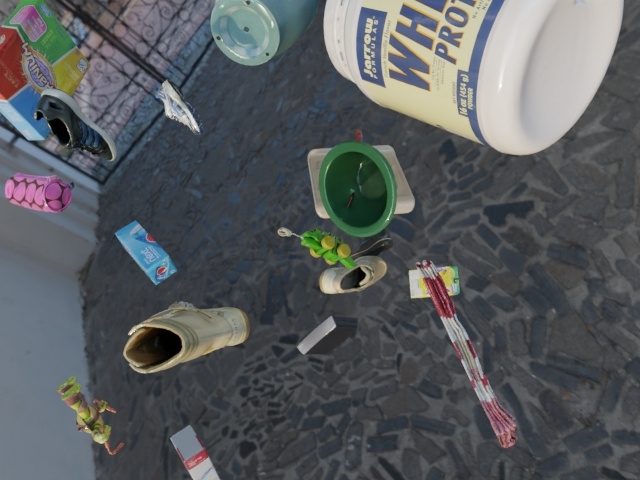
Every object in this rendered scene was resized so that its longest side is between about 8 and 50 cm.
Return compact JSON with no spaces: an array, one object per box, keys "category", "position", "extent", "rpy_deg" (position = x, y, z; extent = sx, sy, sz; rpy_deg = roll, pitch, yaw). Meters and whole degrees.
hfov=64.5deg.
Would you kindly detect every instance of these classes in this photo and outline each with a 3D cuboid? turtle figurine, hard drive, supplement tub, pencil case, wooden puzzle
[{"category":"turtle figurine","position":[-0.666,0.496,1.457],"extent":[0.087,0.218,0.269],"rpy_deg":[-32,23,-14]},{"category":"hard drive","position":[0.034,0.410,2.158],"extent":[0.255,0.171,0.054],"rpy_deg":[-46,49,32]},{"category":"supplement tub","position":[0.180,-0.270,0.670],"extent":[0.324,0.235,0.236],"rpy_deg":[35,90,41]},{"category":"pencil case","position":[-0.768,-0.135,1.377],"extent":[0.209,0.098,0.095],"rpy_deg":[8,32,29]},{"category":"wooden puzzle","position":[0.128,-0.194,1.738],"extent":[0.321,0.081,0.348],"rpy_deg":[-4,44,-4]}]

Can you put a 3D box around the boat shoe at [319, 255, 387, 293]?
[{"category":"boat shoe","position":[0.133,0.118,1.687],"extent":[0.098,0.302,0.109],"rpy_deg":[2,99,46]}]

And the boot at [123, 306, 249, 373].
[{"category":"boot","position":[-0.288,0.180,0.922],"extent":[0.261,0.203,0.095],"rpy_deg":[-7,89,24]}]

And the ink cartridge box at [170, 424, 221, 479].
[{"category":"ink cartridge box","position":[-0.390,0.694,1.596],"extent":[0.072,0.175,0.127],"rpy_deg":[-29,31,-25]}]

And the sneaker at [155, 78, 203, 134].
[{"category":"sneaker","position":[-0.317,-0.290,1.140],"extent":[0.058,0.135,0.052],"rpy_deg":[-34,8,14]}]

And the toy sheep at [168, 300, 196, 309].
[{"category":"toy sheep","position":[-0.460,0.256,1.731],"extent":[0.091,0.132,0.091],"rpy_deg":[-31,40,30]}]

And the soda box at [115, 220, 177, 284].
[{"category":"soda box","position":[-0.488,0.031,1.414],"extent":[0.071,0.067,0.210],"rpy_deg":[-37,51,-21]}]

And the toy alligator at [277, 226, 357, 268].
[{"category":"toy alligator","position":[0.000,0.000,1.038],"extent":[0.056,0.189,0.051],"rpy_deg":[-34,35,49]}]

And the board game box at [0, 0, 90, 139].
[{"category":"board game box","position":[-0.809,-0.482,1.433],"extent":[0.064,0.242,0.317],"rpy_deg":[3,60,17]}]

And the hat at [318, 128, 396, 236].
[{"category":"hat","position":[0.112,-0.129,1.013],"extent":[0.172,0.183,0.209],"rpy_deg":[-5,101,38]}]

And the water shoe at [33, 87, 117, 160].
[{"category":"water shoe","position":[-0.499,-0.213,1.029],"extent":[0.072,0.203,0.080],"rpy_deg":[4,62,22]}]

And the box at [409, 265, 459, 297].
[{"category":"box","position":[0.413,0.150,1.829],"extent":[0.179,0.043,0.105],"rpy_deg":[-8,81,32]}]

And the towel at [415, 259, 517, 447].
[{"category":"towel","position":[0.276,0.212,0.952],"extent":[0.037,0.237,0.329],"rpy_deg":[-25,59,8]}]

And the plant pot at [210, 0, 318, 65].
[{"category":"plant pot","position":[-0.165,-0.605,1.348],"extent":[0.271,0.272,0.255],"rpy_deg":[-22,35,35]}]

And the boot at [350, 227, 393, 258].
[{"category":"boot","position":[0.173,-0.014,1.816],"extent":[0.197,0.076,0.137],"rpy_deg":[-28,64,42]}]
